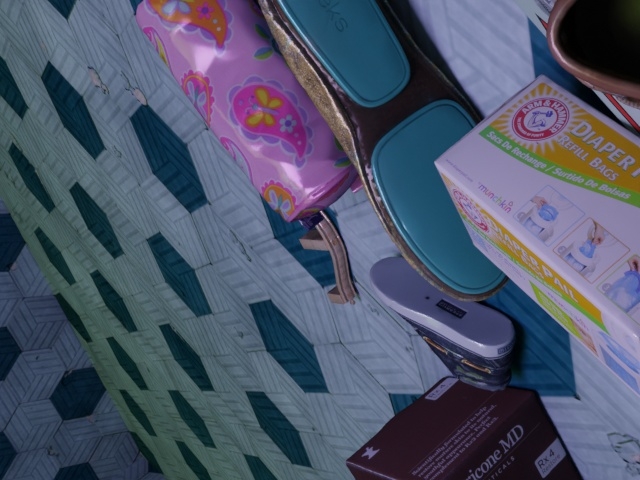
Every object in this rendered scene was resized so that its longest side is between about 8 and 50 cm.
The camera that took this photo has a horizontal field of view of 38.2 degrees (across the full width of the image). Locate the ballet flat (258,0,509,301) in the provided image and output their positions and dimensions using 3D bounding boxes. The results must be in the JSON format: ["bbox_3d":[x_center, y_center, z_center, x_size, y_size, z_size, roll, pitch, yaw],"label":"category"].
[{"bbox_3d":[0.060,-0.109,0.802,0.349,0.123,0.123,57,155,-8],"label":"ballet flat"}]

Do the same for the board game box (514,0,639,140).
[{"bbox_3d":[0.254,-0.107,0.516,0.317,0.046,0.213,51,156,8],"label":"board game box"}]

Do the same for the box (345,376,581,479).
[{"bbox_3d":[0.171,0.286,1.017,0.203,0.168,0.167,60,155,-14],"label":"box"}]

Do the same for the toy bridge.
[{"bbox_3d":[0.000,0.000,1.126,0.063,0.026,0.188,2,124,58],"label":"toy bridge"}]

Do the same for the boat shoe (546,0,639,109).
[{"bbox_3d":[0.244,-0.099,0.365,0.324,0.116,0.123,-5,106,37],"label":"boat shoe"}]

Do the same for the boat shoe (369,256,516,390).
[{"bbox_3d":[0.124,0.090,0.974,0.183,0.065,0.083,33,147,36],"label":"boat shoe"}]

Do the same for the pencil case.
[{"bbox_3d":[-0.063,-0.152,0.940,0.284,0.124,0.124,52,155,3],"label":"pencil case"}]

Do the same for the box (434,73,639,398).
[{"bbox_3d":[0.187,-0.003,0.624,0.203,0.103,0.114,48,176,42],"label":"box"}]
